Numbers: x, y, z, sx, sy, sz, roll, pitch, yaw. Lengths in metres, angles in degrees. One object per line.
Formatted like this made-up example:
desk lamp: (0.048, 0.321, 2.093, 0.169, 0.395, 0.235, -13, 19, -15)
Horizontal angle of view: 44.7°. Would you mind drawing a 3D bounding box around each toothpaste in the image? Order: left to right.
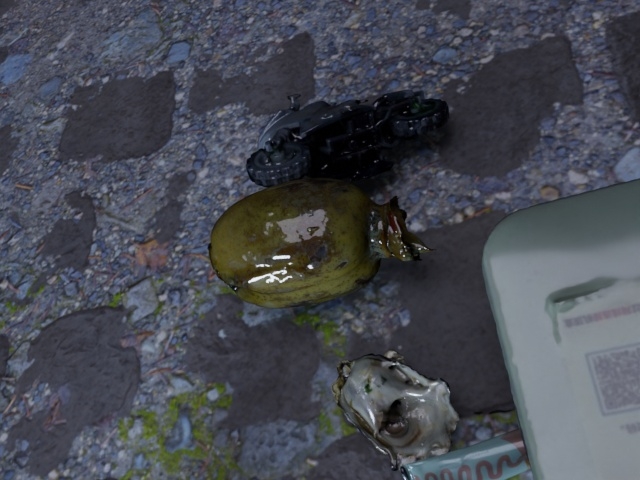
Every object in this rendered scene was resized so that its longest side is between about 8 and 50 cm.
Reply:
toothpaste: (0.183, 0.214, 0.774, 0.205, 0.036, 0.056, -25, 85, 11)

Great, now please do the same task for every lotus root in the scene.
lotus root: (0.000, -0.002, 0.925, 0.278, 0.154, 0.154, -10, 57, 18)

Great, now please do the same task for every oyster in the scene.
oyster: (0.077, 0.171, 0.843, 0.166, 0.053, 0.108, 36, 106, 29)

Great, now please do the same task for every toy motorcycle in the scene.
toy motorcycle: (0.026, -0.140, 1.018, 0.270, 0.106, 0.159, -20, 26, -9)

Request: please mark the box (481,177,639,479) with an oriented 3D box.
box: (0.366, 0.125, 0.664, 0.396, 0.111, 0.396, -14, 65, 13)
